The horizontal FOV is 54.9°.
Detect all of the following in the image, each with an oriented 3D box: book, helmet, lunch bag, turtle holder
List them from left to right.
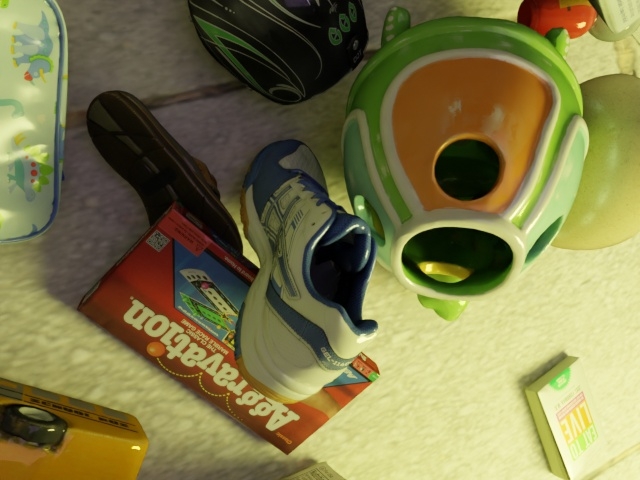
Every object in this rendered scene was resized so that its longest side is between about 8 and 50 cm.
[{"bbox_3d":[-0.294,-0.102,0.487,0.176,0.090,0.218,-9,113,-47],"label":"lunch bag"},{"bbox_3d":[-0.046,-0.232,0.606,0.161,0.169,0.169,45,74,-37],"label":"helmet"},{"bbox_3d":[0.124,-0.054,0.632,0.244,0.320,0.227,19,55,-14],"label":"turtle holder"},{"bbox_3d":[0.350,0.250,0.872,0.096,0.035,0.144,-28,102,-25],"label":"book"}]

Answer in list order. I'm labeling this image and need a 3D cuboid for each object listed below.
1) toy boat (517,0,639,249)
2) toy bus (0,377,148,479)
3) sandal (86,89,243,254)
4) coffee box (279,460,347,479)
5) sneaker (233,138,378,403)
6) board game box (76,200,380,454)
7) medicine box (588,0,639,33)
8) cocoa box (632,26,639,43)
[{"bbox_3d":[0.329,-0.151,0.726,0.148,0.267,0.318,-4,82,-7],"label":"toy boat"},{"bbox_3d":[-0.318,0.162,0.503,0.333,0.130,0.108,24,83,-24],"label":"toy bus"},{"bbox_3d":[-0.144,-0.053,0.612,0.219,0.090,0.060,56,29,-19],"label":"sandal"},{"bbox_3d":[-0.028,0.463,0.535,0.335,0.338,0.337,-16,99,-24],"label":"coffee box"},{"bbox_3d":[0.000,0.000,0.579,0.112,0.131,0.296,27,42,-34],"label":"sneaker"},{"bbox_3d":[-0.086,0.101,0.631,0.281,0.027,0.145,41,105,-20],"label":"board game box"},{"bbox_3d":[0.329,-0.404,0.578,0.149,0.289,0.263,-3,61,-60],"label":"medicine box"},{"bbox_3d":[0.520,-0.423,0.812,0.347,0.228,0.231,38,77,-21],"label":"cocoa box"}]
